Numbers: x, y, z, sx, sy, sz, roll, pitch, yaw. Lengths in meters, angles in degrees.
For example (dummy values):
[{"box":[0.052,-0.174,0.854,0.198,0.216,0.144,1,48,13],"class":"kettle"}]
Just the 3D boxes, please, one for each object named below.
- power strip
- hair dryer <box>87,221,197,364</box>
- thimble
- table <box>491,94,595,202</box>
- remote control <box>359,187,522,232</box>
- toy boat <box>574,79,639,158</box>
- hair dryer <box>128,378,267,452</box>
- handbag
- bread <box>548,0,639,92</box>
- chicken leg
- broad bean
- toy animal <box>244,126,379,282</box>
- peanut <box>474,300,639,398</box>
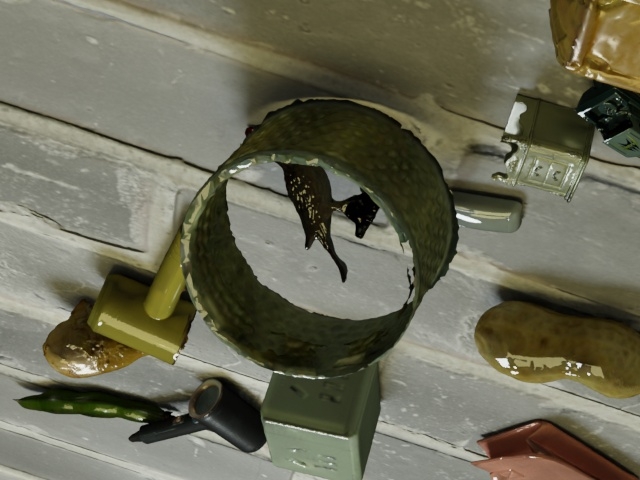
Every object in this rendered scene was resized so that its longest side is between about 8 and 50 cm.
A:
[{"box":[0.006,0.257,1.885,0.140,0.139,0.224,9,147,12],"class":"power strip"},{"box":[-0.214,0.055,1.752,0.134,0.090,0.279,25,141,-7],"class":"hair dryer"},{"box":[0.000,0.000,1.385,0.270,0.150,0.271,8,118,16],"class":"thimble"},{"box":[0.222,-0.091,1.318,0.083,0.062,0.079,16,147,4],"class":"table"},{"box":[0.132,-0.037,1.479,0.184,0.027,0.050,10,147,14],"class":"remote control"},{"box":[0.311,-0.104,1.263,0.141,0.060,0.055,31,145,-25],"class":"toy boat"},{"box":[-0.204,0.298,2.106,0.255,0.070,0.128,-20,134,39],"class":"hair dryer"},{"box":[0.343,0.344,1.930,0.212,0.059,0.157,33,145,-24],"class":"handbag"},{"box":[0.332,-0.175,1.083,0.288,0.119,0.153,14,145,4],"class":"bread"},{"box":[-0.297,0.140,1.917,0.207,0.101,0.085,-8,149,2],"class":"chicken leg"},{"box":[-0.377,0.273,2.190,0.297,0.043,0.060,4,155,19],"class":"broad bean"},{"box":[-0.009,-0.054,1.476,0.105,0.070,0.202,-41,99,17],"class":"toy animal"},{"box":[0.299,0.133,1.595,0.229,0.098,0.103,12,-171,10],"class":"peanut"}]
